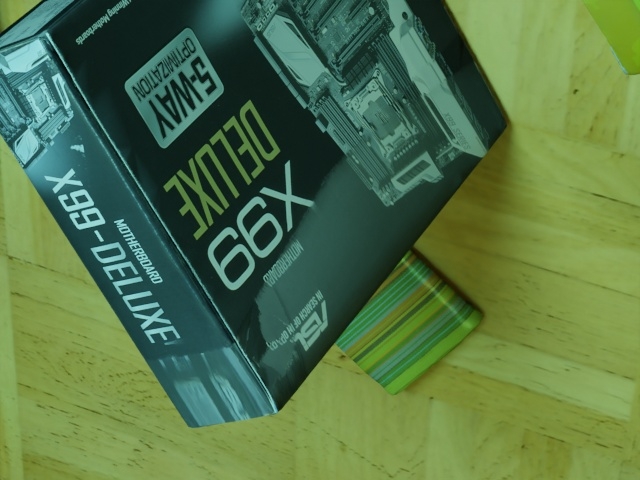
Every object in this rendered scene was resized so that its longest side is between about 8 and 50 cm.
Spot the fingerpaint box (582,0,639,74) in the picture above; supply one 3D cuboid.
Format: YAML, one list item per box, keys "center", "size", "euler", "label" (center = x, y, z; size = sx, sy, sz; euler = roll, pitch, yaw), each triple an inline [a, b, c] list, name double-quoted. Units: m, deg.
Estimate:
- center: [0.226, -0.278, 0.801]
  size: [0.371, 0.163, 0.445]
  euler: [-9, 147, 28]
  label: "fingerpaint box"

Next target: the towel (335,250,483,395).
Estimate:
- center: [0.000, 0.000, 1.380]
  size: [0.237, 0.021, 0.102]
  euler: [44, 127, -4]
  label: "towel"

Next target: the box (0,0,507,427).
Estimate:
- center: [-0.034, -0.080, 1.142]
  size: [0.076, 0.307, 0.242]
  euler: [-14, 114, 41]
  label: "box"
